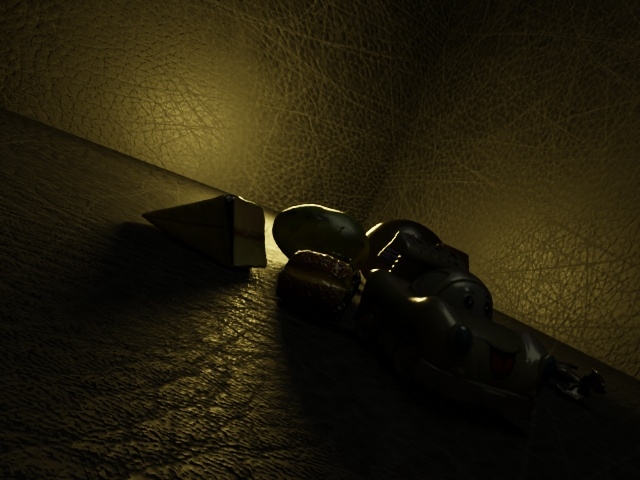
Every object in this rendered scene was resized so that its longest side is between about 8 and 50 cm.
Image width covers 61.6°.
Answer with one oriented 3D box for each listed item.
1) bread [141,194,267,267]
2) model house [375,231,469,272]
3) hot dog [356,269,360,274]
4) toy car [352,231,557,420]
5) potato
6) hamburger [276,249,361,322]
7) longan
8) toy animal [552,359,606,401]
[{"bbox_3d":[-0.271,0.000,1.273,0.264,0.163,0.168,-9,-9,24],"label":"bread"},{"bbox_3d":[0.282,0.112,1.469,0.237,0.237,0.202,27,7,42],"label":"model house"},{"bbox_3d":[0.039,0.070,1.790,0.102,0.076,0.249,14,10,-45],"label":"hot dog"},{"bbox_3d":[0.232,0.139,0.953,0.242,0.226,0.336,22,3,-23],"label":"toy car"},{"bbox_3d":[-0.001,0.001,1.599,0.305,0.215,0.216,14,2,16],"label":"potato"},{"bbox_3d":[-0.009,0.077,1.051,0.166,0.137,0.087,19,-20,30],"label":"hamburger"},{"bbox_3d":[0.291,0.064,1.845,0.350,0.288,0.288,13,9,-28],"label":"longan"},{"bbox_3d":[0.635,0.356,1.408,0.214,0.093,0.186,17,-4,33],"label":"toy animal"}]
